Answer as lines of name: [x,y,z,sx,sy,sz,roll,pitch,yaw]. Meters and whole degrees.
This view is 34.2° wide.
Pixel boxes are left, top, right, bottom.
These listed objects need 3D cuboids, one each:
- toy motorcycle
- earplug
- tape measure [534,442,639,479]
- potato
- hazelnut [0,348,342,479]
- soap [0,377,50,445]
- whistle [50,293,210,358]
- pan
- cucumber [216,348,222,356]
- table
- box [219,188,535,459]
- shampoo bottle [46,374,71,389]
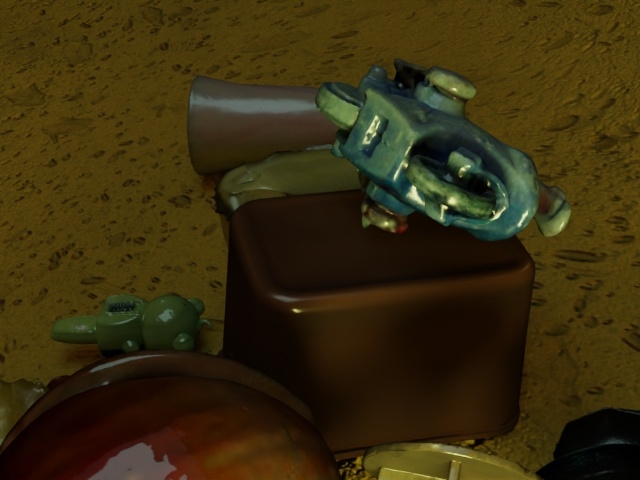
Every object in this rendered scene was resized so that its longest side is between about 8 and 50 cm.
toy motorcycle: [0.144,-0.105,1.148,0.241,0.182,0.319,-12,35,-22]
earplug: [-0.062,-0.197,1.778,0.301,0.172,0.172,1,37,6]
tape measure: [0.284,0.289,0.968,0.222,0.202,0.135,-4,32,2]
potato: [0.000,0.000,1.431,0.285,0.243,0.242,-13,35,-15]
hazelnut: [-0.146,0.281,0.929,0.359,0.409,0.359,21,39,-18]
soap: [-0.331,0.221,1.264,0.338,0.169,0.304,-15,46,-5]
whistle: [-0.263,0.124,1.446,0.227,0.085,0.105,-4,36,8]
pan: [0.360,0.233,1.151,0.201,0.048,0.128,-19,38,-8]
cucumber: [-0.103,0.229,1.271,0.077,0.077,0.265,-13,33,-2]
table: [0.095,0.303,0.864,0.167,0.167,0.227,4,62,20]
box: [0.061,0.087,1.226,0.339,0.229,0.239,-6,35,-13]
shampoo bottle: [-0.246,0.201,1.293,0.260,0.064,0.102,-4,12,40]
